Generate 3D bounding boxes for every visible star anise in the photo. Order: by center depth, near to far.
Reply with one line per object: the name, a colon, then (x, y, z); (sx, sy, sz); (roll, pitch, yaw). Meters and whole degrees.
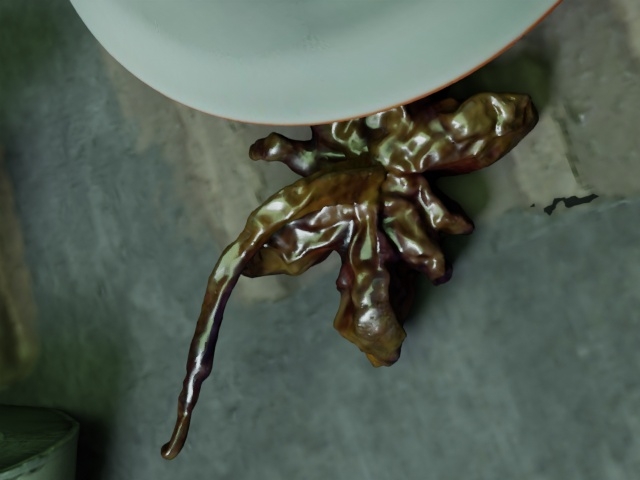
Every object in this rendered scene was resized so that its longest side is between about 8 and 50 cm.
star anise: (0.000, 0.000, 0.670); (0.097, 0.070, 0.191); (29, 91, 10)

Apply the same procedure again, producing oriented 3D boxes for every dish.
dish: (-0.011, -0.176, 0.640); (0.260, 0.085, 0.260); (-7, 75, 26)

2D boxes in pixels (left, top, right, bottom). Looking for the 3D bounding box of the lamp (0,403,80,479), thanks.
lamp: (-0.154, 0.063, 0.704); (0.121, 0.121, 0.215); (0, 102, 22)
